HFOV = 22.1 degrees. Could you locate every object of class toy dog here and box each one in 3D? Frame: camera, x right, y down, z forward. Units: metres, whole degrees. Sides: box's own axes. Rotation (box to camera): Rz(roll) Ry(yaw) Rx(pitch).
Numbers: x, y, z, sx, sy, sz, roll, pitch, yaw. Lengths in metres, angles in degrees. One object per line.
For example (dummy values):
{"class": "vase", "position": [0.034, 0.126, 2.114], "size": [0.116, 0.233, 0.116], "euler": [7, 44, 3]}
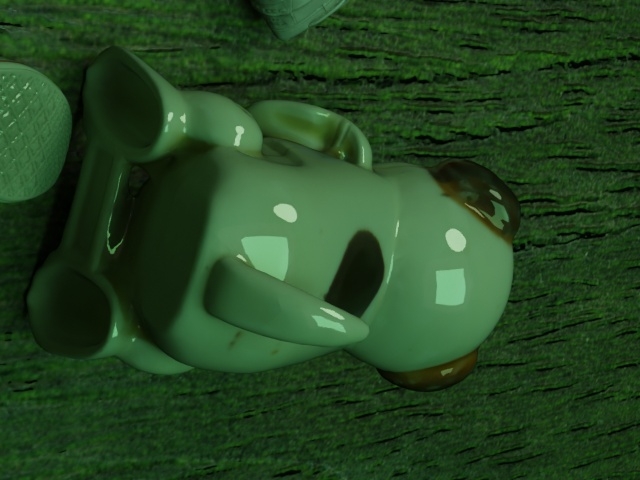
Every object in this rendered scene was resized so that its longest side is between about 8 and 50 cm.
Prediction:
{"class": "toy dog", "position": [0.000, 0.000, 1.522], "size": [0.408, 0.395, 0.285], "euler": [8, 92, -38]}

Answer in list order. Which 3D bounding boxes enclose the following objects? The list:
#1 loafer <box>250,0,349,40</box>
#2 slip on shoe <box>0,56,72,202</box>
{"class": "loafer", "position": [0.054, -0.318, 1.638], "size": [0.319, 0.112, 0.111], "euler": [-37, 135, -19]}
{"class": "slip on shoe", "position": [-0.321, -0.104, 1.356], "size": [0.331, 0.101, 0.123], "euler": [6, 101, -60]}
